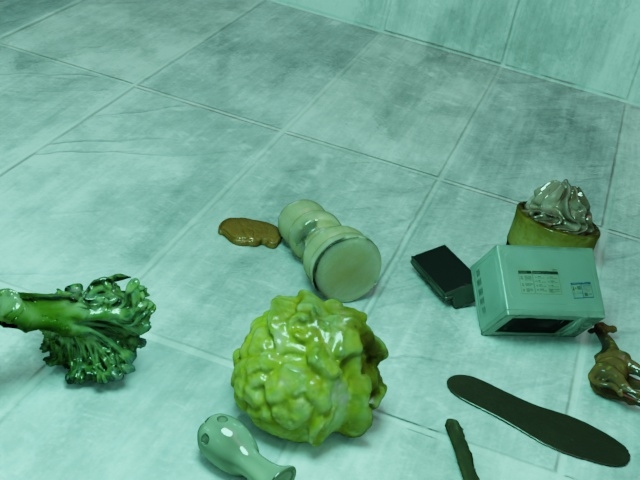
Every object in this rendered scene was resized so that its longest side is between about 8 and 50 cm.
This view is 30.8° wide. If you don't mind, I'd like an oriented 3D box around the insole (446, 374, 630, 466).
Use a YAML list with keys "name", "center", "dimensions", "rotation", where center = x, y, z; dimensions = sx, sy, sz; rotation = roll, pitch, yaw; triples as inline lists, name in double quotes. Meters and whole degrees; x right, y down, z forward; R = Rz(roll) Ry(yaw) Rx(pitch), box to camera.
- name: "insole"
  center: [0.360, 0.300, 1.943]
  dimensions: [0.327, 0.007, 0.111]
  rotation: [23, 28, 20]

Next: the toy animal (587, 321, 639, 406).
- name: "toy animal"
  center: [0.543, 0.220, 2.110]
  dimensions: [0.224, 0.066, 0.229]
  rotation: [-15, 33, -42]

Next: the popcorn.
- name: "popcorn"
  center: [-0.011, 0.191, 1.784]
  dimensions: [0.259, 0.212, 0.259]
  rotation: [4, 31, -2]

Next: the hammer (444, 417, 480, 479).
- name: "hammer"
  center: [0.228, 0.364, 1.743]
  dimensions: [0.125, 0.027, 0.297]
  rotation: [12, 27, -11]

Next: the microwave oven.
- name: "microwave oven"
  center: [0.403, 0.095, 2.171]
  dimensions: [0.208, 0.122, 0.162]
  rotation: [3, 66, -19]

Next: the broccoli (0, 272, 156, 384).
- name: "broccoli"
  center: [-0.350, 0.119, 1.731]
  dimensions: [0.198, 0.177, 0.275]
  rotation: [-7, -15, 7]

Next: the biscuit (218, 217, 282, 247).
- name: "biscuit"
  center: [-0.140, -0.018, 2.317]
  dimensions: [0.130, 0.019, 0.102]
  rotation: [8, 27, -8]

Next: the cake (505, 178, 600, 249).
- name: "cake"
  center: [0.503, -0.037, 2.463]
  dimensions: [0.185, 0.178, 0.208]
  rotation: [16, 30, 6]

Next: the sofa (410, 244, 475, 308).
- name: "sofa"
  center: [0.244, 0.077, 2.275]
  dimensions: [0.085, 0.060, 0.147]
  rotation: [-18, 37, -18]

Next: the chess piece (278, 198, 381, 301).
- name: "chess piece"
  center: [0.000, 0.000, 2.231]
  dimensions: [0.142, 0.143, 0.261]
  rotation: [-2, 27, -26]

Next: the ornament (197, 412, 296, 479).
- name: "ornament"
  center: [-0.112, 0.309, 1.658]
  dimensions: [0.156, 0.081, 0.075]
  rotation: [32, 70, 31]
